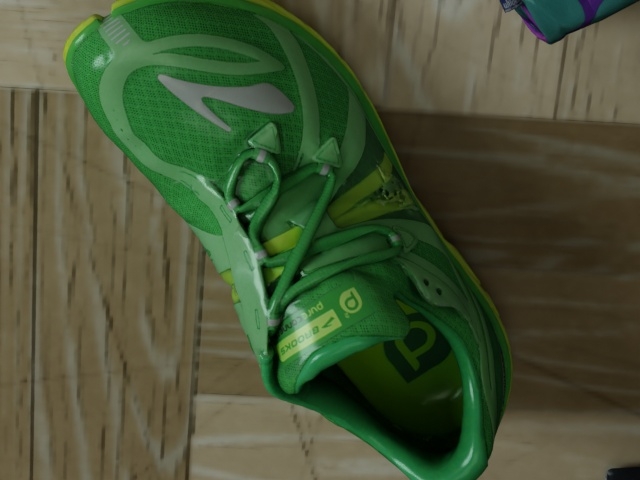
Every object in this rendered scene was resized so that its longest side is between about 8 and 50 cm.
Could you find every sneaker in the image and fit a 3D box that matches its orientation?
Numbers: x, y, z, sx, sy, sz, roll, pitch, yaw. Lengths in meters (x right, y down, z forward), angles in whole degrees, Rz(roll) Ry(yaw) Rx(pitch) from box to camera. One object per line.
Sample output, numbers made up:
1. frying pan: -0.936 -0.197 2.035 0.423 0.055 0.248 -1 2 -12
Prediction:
1. sneaker: 0.000 0.000 0.901 0.109 0.123 0.295 -36 113 15

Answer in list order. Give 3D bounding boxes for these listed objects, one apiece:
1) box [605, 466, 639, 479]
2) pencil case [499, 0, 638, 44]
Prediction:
1. box: 0.304 0.294 0.915 0.294 0.395 0.212 -2 117 -1
2. pencil case: 0.145 -0.149 0.863 0.152 0.064 0.070 -29 112 12
